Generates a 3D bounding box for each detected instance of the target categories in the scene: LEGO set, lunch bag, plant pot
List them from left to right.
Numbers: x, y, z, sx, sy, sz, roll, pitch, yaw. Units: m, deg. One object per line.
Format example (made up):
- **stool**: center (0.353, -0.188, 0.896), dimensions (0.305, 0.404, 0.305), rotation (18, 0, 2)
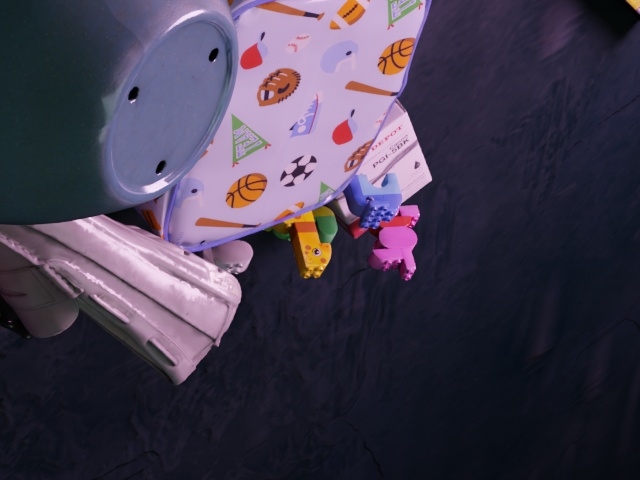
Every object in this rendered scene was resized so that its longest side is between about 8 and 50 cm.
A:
- **plant pot**: center (-0.169, -0.124, 1.232), dimensions (0.290, 0.195, 0.290), rotation (-44, 151, -33)
- **lunch bag**: center (-0.049, -0.135, 1.537), dimensions (0.243, 0.115, 0.303), rotation (-19, 145, -31)
- **LEGO set**: center (0.000, 0.000, 1.706), dimensions (0.227, 0.093, 0.087), rotation (-4, 149, -19)

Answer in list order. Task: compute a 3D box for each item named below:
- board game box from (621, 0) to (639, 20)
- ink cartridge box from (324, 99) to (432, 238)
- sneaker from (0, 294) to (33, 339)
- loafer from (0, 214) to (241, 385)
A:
- **board game box**: center (0.369, -0.300, 1.871), dimensions (0.194, 0.060, 0.194), rotation (-48, 150, 9)
- **ink cartridge box**: center (0.040, -0.076, 1.779), dimensions (0.099, 0.056, 0.135), rotation (-38, 152, -5)
- **sneaker**: center (-0.257, 0.025, 1.534), dimensions (0.063, 0.075, 0.170), rotation (-36, 148, -9)
- **loafer**: center (-0.202, 0.020, 1.462), dimensions (0.319, 0.112, 0.111), rotation (28, 87, -32)
